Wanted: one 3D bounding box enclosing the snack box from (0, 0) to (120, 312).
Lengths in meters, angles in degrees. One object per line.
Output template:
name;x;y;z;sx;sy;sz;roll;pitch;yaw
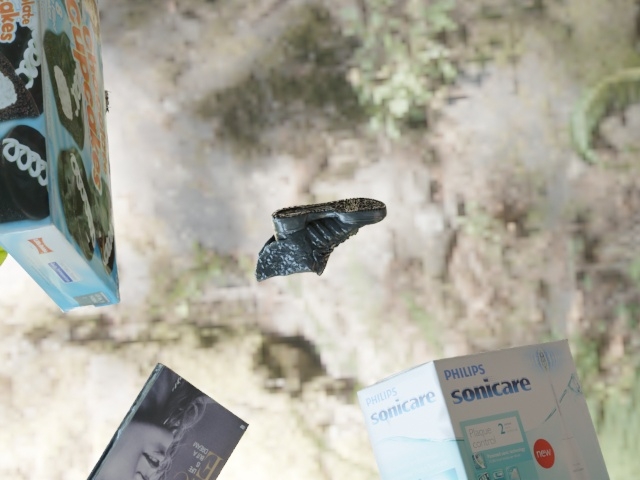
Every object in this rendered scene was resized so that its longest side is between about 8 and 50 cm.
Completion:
snack box;-0.238;-0.119;1.456;0.187;0.060;0.322;64;-163;-66

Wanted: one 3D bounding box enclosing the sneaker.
sneaker;0.000;0.001;2.034;0.051;0.170;0.089;-86;-10;-68

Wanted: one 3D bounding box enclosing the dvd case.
dvd case;-0.187;0.268;1.885;0.164;0.018;0.221;41;-104;-43

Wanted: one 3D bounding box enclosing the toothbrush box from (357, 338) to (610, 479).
toothbrush box;0.187;0.265;1.701;0.216;0.126;0.295;-3;-108;-43

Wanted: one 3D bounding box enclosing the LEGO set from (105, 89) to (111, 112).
LEGO set;-0.273;-0.186;2.052;0.054;0.023;0.083;-69;-36;-70

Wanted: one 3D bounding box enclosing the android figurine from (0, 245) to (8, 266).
android figurine;-0.369;-0.059;1.565;0.056;0.248;0.273;-13;-96;-54
